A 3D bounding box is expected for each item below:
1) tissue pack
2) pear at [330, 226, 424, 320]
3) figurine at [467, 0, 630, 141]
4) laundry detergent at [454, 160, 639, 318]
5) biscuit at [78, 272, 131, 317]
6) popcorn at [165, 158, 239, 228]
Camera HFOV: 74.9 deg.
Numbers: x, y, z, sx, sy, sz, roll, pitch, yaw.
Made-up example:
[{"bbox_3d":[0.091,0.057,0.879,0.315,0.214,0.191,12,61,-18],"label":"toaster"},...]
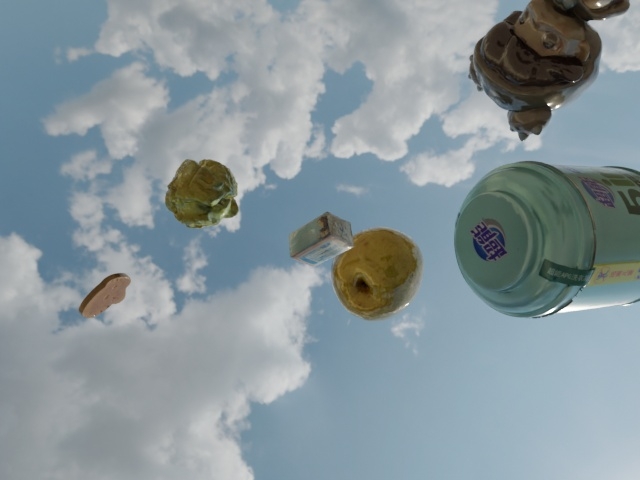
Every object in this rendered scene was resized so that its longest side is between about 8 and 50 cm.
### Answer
[{"bbox_3d":[0.000,0.000,0.721,0.095,0.074,0.058,-28,-124,31],"label":"tissue pack"},{"bbox_3d":[0.184,0.101,1.335,0.315,0.314,0.314,-3,-129,4],"label":"pear"},{"bbox_3d":[0.438,-0.391,0.764,0.203,0.380,0.248,-12,-120,-30],"label":"figurine"},{"bbox_3d":[0.435,-0.003,0.792,0.306,0.287,0.287,-2,-133,-23],"label":"laundry detergent"},{"bbox_3d":[-0.531,0.136,1.041,0.023,0.118,0.140,42,-97,14],"label":"biscuit"},{"bbox_3d":[-0.303,-0.119,1.098,0.167,0.187,0.186,33,-154,21],"label":"popcorn"}]
